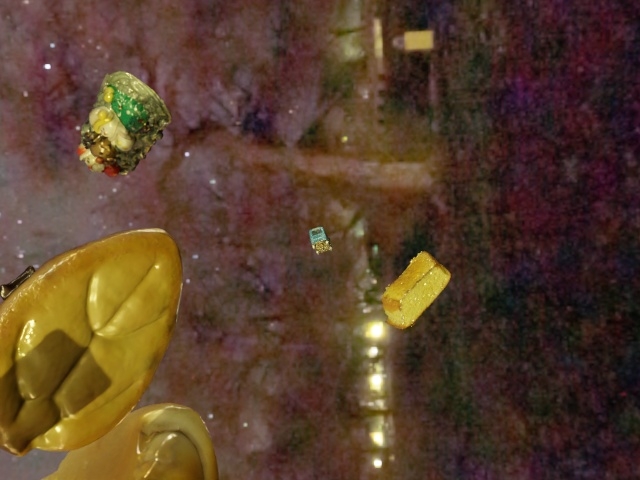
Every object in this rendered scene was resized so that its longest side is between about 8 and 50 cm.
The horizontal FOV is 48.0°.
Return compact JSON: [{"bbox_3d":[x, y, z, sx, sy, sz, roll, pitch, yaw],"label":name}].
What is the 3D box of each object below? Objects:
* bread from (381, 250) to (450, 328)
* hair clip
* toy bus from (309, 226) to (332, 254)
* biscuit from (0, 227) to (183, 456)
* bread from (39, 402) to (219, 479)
[{"bbox_3d":[0.214,0.114,1.632,0.065,0.187,0.103,38,167,45],"label":"bread"},{"bbox_3d":[-0.375,-0.187,1.298,0.091,0.138,0.321,-53,12,-27],"label":"hair clip"},{"bbox_3d":[0.000,0.000,1.658,0.083,0.038,0.046,57,-164,-71],"label":"toy bus"},{"bbox_3d":[-0.228,0.098,0.712,0.260,0.041,0.203,-54,-47,-12],"label":"biscuit"},{"bbox_3d":[-0.338,0.471,1.252,0.245,0.329,0.424,-53,14,33],"label":"bread"}]
